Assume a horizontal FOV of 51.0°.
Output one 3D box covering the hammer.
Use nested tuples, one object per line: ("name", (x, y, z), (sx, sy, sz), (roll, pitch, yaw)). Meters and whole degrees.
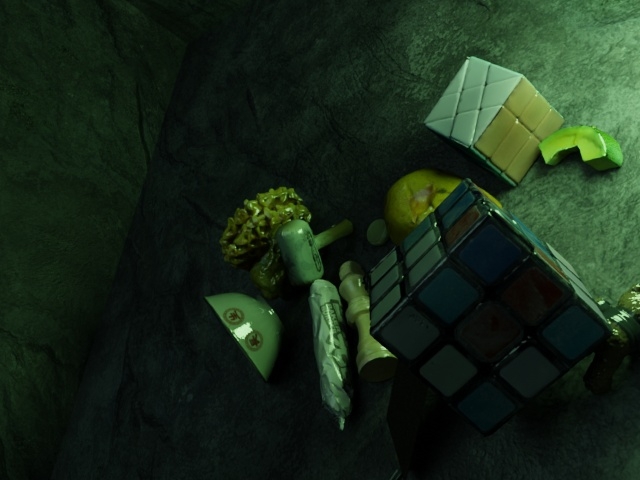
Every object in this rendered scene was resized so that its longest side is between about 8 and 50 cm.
("hammer", (0.000, 0.000, 2.073), (0.113, 0.202, 0.305), (1, 23, 43))

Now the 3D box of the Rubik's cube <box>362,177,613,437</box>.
("Rubik's cube", (0.337, 0.123, 1.428), (0.363, 0.359, 0.362), (-45, 7, 14))

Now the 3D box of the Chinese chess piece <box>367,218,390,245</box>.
("Chinese chess piece", (0.180, -0.024, 2.054), (0.084, 0.034, 0.084), (-29, 49, 38))

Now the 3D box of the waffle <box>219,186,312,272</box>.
("waffle", (-0.190, -0.033, 2.301), (0.324, 0.261, 0.151), (-49, 62, 16))

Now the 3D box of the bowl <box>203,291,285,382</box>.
("bowl", (-0.214, 0.276, 2.143), (0.157, 0.337, 0.337), (-35, 35, -12))

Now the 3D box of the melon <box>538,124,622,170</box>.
("melon", (0.630, -0.227, 1.643), (0.209, 0.064, 0.118), (-3, 69, 51))

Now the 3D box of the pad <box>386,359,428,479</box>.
("pad", (0.204, 0.375, 1.594), (0.220, 0.004, 0.330), (-104, 18, -59))

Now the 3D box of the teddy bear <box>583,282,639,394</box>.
("teddy bear", (0.590, 0.195, 1.347), (0.251, 0.129, 0.182), (-49, 57, 11))

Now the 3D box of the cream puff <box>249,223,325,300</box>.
("cream puff", (-0.094, 0.076, 2.152), (0.185, 0.282, 0.282), (27, 88, 18))

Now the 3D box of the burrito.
("burrito", (0.034, 0.327, 1.914), (0.101, 0.139, 0.445), (-13, 59, 9))

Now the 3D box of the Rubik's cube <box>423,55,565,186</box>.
("Rubik's cube", (0.451, -0.314, 1.768), (0.221, 0.225, 0.231), (-55, 37, 8))

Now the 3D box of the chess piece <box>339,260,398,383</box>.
("chess piece", (0.121, 0.211, 1.910), (0.117, 0.117, 0.397), (-42, 38, 23))

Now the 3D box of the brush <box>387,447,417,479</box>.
("brush", (0.156, 0.619, 1.659), (0.266, 0.027, 0.062), (-58, 28, 4))

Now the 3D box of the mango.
("mango", (0.328, -0.067, 1.806), (0.365, 0.182, 0.253), (16, 76, 41))
